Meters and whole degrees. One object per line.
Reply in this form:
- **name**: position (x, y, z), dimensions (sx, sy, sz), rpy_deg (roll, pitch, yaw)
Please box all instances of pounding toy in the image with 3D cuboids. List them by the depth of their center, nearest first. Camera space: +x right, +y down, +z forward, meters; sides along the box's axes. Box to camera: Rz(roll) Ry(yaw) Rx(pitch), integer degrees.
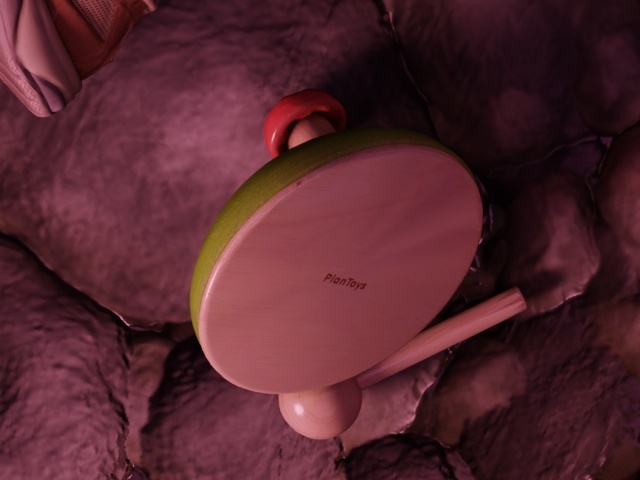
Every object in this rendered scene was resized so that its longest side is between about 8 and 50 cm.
- **pounding toy**: position (0.000, 0.000, 1.064), dimensions (0.183, 0.110, 0.237), rpy_deg (-36, 142, -1)

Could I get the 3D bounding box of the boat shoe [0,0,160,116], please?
- **boat shoe**: position (-0.151, -0.187, 0.887), dimensions (0.116, 0.324, 0.123), rpy_deg (-36, 70, -11)
